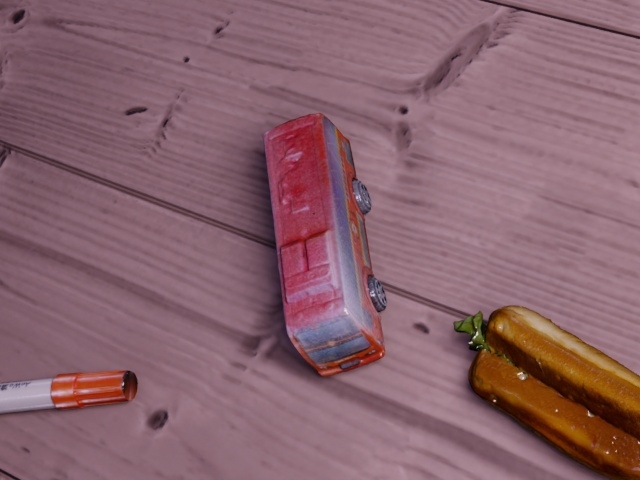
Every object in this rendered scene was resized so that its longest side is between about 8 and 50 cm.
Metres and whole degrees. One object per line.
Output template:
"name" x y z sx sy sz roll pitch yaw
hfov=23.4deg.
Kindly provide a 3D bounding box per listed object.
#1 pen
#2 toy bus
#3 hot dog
"pen" -0.253 0.125 1.223 0.239 0.028 0.028 -8 61 23
"toy bus" 0.000 0.000 1.137 0.065 0.077 0.192 -20 56 19
"hot dog" 0.167 0.100 1.015 0.188 0.055 0.072 33 111 40
